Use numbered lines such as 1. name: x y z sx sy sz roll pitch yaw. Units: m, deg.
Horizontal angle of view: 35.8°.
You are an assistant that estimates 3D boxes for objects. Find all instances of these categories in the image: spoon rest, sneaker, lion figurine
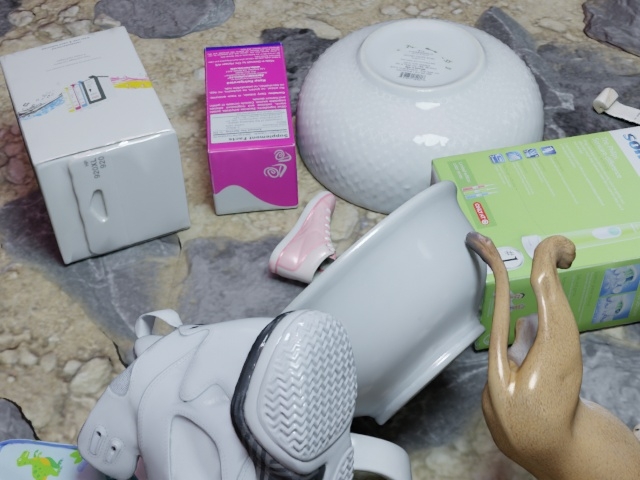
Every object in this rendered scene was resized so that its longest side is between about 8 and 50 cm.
1. spoon rest: -0.047 0.225 0.962 0.277 0.084 0.137 -2 46 -1
2. sneaker: -0.089 0.232 0.847 0.210 0.365 0.137 5 1 29
3. sneaker: 0.000 0.000 1.200 0.070 0.051 0.134 23 54 20
4. lion figurine: 0.238 0.185 0.867 0.392 0.142 0.240 40 48 -6

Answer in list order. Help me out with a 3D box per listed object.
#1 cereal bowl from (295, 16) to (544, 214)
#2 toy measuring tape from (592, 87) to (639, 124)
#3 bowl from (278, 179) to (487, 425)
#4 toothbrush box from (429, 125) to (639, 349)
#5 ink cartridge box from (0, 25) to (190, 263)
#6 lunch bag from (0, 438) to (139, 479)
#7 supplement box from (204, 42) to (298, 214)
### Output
1. cereal bowl: 0.133 -0.193 1.318 0.339 0.141 0.339 -1 46 1
2. toy measuring tape: 0.522 -0.164 1.291 0.330 0.121 0.121 27 53 25
3. bowl: 0.067 0.088 0.985 0.298 0.298 0.134 -36 78 -28
4. toothbrush box: 0.287 -0.009 1.146 0.283 0.122 0.206 -11 46 -7
5. ink cartridge box: -0.282 -0.122 1.245 0.168 0.171 0.232 -17 49 -14
6. lunch bag: -0.260 0.289 0.883 0.176 0.090 0.219 0 51 21
7. supplement box: -0.093 -0.151 1.305 0.114 0.111 0.220 -4 47 -2
